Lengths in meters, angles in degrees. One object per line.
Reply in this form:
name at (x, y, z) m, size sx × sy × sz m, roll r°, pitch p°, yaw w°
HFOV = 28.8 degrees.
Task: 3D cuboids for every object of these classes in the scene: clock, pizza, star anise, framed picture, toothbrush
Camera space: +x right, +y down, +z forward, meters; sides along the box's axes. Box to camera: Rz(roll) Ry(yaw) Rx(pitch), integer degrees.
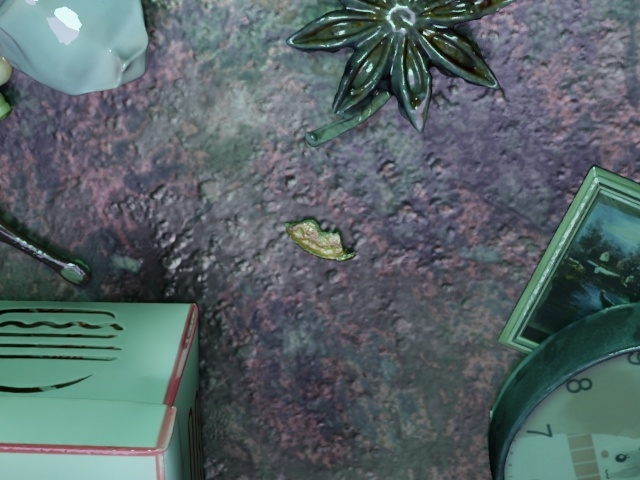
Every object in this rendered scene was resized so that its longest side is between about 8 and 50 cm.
clock at (0.375, 0.246, 1.374) m, size 0.386 × 0.076 × 0.386 m, roll 3°, pitch 119°, yaw 5°
pizza at (0.000, 0.000, 1.332) m, size 0.083 × 0.016 × 0.037 m, roll 24°, pitch 115°, yaw -4°
star anise at (0.069, -0.199, 1.201) m, size 0.230 × 0.081 × 0.262 m, roll 31°, pitch 101°, yaw -11°
framed picture at (0.372, 0.073, 1.342) m, size 0.296 × 0.019 × 0.232 m, roll 21°, pitch 114°, yaw -6°
toothbrush at (-0.404, -0.049, 1.321) m, size 0.364 × 0.041 × 0.041 m, roll 31°, pitch 112°, yaw -11°

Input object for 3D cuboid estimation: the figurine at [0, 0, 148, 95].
figurine at (-0.281, -0.239, 1.176) m, size 0.276 × 0.133 × 0.200 m, roll 33°, pitch 95°, yaw -12°

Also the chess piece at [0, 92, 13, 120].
chess piece at (-0.377, -0.189, 1.246) m, size 0.060 × 0.060 × 0.172 m, roll -25°, pitch 107°, yaw 14°

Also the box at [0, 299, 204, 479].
box at (-0.285, 0.258, 1.309) m, size 0.314 × 0.300 × 0.312 m, roll 1°, pitch 114°, yaw 2°
